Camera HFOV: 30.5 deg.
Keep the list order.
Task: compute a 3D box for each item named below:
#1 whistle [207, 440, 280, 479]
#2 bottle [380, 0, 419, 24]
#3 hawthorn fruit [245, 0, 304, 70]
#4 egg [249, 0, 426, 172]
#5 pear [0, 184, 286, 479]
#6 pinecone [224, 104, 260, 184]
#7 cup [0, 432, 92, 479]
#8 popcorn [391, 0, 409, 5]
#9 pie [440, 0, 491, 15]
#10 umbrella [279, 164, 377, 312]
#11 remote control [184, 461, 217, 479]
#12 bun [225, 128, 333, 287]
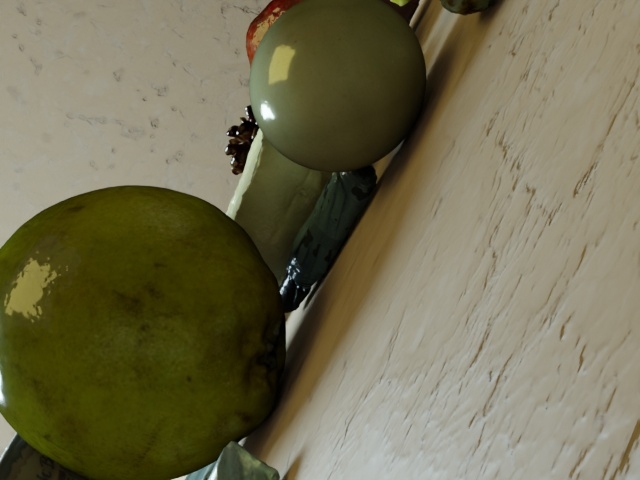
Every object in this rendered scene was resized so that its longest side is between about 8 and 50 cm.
[{"bbox_3d":[-0.124,0.325,1.021,0.312,0.062,0.062,-63,6,3],"label":"whistle"},{"bbox_3d":[0.074,-0.310,1.809,0.233,0.110,0.110,-62,6,23],"label":"bottle"},{"bbox_3d":[0.015,-0.255,1.670,0.215,0.250,0.215,-35,-23,-18],"label":"hawthorn fruit"},{"bbox_3d":[0.022,-0.177,1.280,0.189,0.188,0.254,-61,1,27],"label":"egg"},{"bbox_3d":[-0.227,0.109,1.358,0.413,0.352,0.352,5,62,41],"label":"pear"},{"bbox_3d":[-0.059,-0.139,1.866,0.208,0.207,0.208,-63,6,11],"label":"pinecone"},{"bbox_3d":[-0.302,0.368,1.464,0.227,0.257,0.301,-59,8,22],"label":"cup"},{"bbox_3d":[0.123,-0.373,1.424,0.168,0.173,0.195,-50,13,9],"label":"popcorn"},{"bbox_3d":[0.172,-0.347,1.131,0.257,0.105,0.274,108,-177,-54],"label":"pie"},{"bbox_3d":[-0.002,0.000,1.397,0.250,0.053,0.052,-58,9,40],"label":"umbrella"},{"bbox_3d":[-0.159,0.319,1.527,0.065,0.029,0.166,-65,6,-21],"label":"remote control"},{"bbox_3d":[-0.042,-0.053,1.543,0.287,0.146,0.287,-157,90,-85],"label":"bun"}]
